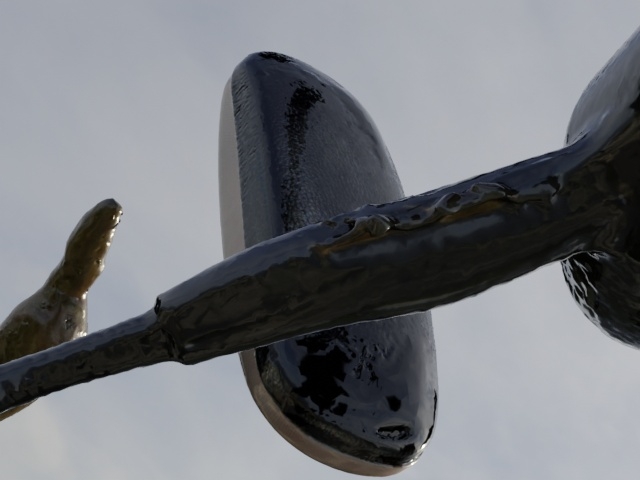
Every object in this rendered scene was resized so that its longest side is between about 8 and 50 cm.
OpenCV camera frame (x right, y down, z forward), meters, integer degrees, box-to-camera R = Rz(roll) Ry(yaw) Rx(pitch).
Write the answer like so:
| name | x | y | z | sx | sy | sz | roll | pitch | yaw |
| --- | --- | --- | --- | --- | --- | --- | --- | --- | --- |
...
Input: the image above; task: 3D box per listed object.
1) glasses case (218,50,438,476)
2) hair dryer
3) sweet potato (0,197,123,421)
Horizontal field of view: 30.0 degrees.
| name | x | y | z | sx | sy | sz | roll | pitch | yaw |
| --- | --- | --- | --- | --- | --- | --- | --- | --- | --- |
| glasses case | 0.000 | 0.000 | 0.719 | 0.122 | 0.314 | 0.075 | 23 | -52 | -30 |
| hair dryer | 0.038 | -0.013 | 0.375 | 0.303 | 0.360 | 0.120 | 92 | -24 | -63 |
| sweet potato | -0.236 | 0.074 | 1.041 | 0.075 | 0.269 | 0.075 | 32 | 15 | -10 |
